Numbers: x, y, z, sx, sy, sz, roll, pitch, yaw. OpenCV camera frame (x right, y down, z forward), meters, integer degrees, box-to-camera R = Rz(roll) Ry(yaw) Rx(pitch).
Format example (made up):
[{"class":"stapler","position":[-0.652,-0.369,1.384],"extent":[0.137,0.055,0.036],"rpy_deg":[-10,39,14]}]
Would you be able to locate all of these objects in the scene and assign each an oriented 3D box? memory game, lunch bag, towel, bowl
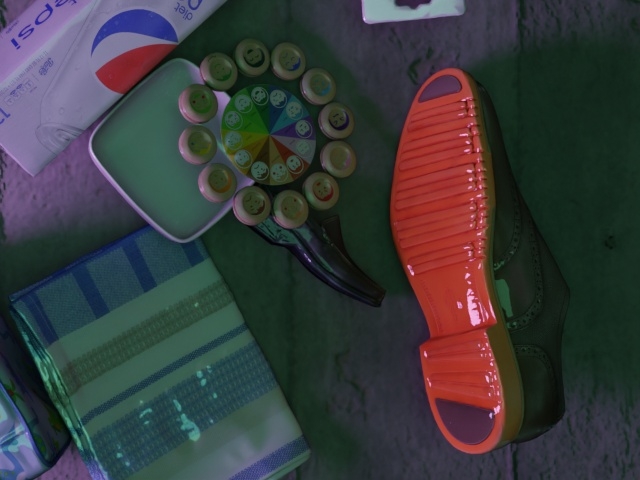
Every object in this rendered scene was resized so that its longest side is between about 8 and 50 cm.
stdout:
[{"class":"memory game","position":[-0.048,-0.101,1.409],"extent":[0.186,0.012,0.186],"rpy_deg":[6,76,-26]},{"class":"lunch bag","position":[-0.313,0.120,1.355],"extent":[0.090,0.176,0.219],"rpy_deg":[-30,96,2]},{"class":"towel","position":[-0.145,0.134,1.411],"extent":[0.209,0.034,0.285],"rpy_deg":[-29,97,-26]},{"class":"bowl","position":[-0.135,-0.081,1.405],"extent":[0.142,0.053,0.142],"rpy_deg":[47,69,-9]}]

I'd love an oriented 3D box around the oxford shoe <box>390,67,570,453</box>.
[{"class":"oxford shoe","position":[0.160,0.015,1.449],"extent":[0.132,0.130,0.364],"rpy_deg":[-5,89,-39]}]

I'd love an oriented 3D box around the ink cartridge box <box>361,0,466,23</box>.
[{"class":"ink cartridge box","position":[0.076,-0.297,1.420],"extent":[0.104,0.060,0.180],"rpy_deg":[-6,96,-7]}]

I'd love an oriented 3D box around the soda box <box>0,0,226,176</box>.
[{"class":"soda box","position":[-0.196,-0.196,1.365],"extent":[0.286,0.098,0.091],"rpy_deg":[-43,124,-2]}]

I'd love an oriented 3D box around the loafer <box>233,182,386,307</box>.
[{"class":"loafer","position":[0.000,0.000,1.439],"extent":[0.170,0.062,0.061],"rpy_deg":[38,85,-10]}]
